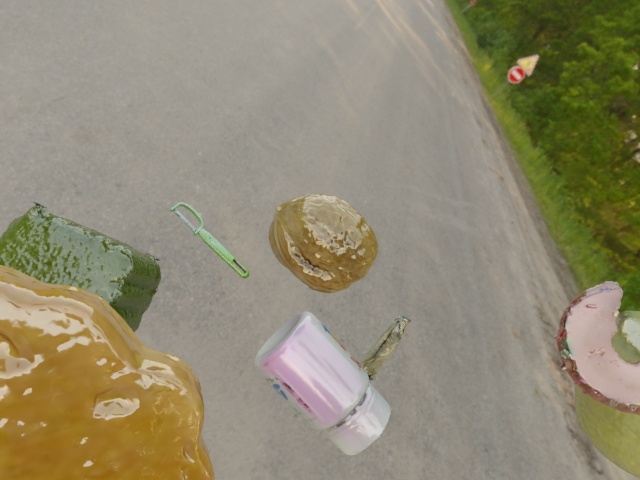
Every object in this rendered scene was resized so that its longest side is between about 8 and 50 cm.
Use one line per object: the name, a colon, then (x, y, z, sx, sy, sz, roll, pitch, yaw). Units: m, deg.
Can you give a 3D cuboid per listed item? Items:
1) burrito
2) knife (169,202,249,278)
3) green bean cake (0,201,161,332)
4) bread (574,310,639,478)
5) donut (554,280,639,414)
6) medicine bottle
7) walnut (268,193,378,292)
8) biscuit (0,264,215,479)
burrito: (0.141, 0.240, 0.964, 0.051, 0.171, 0.042, 22, 21, -35)
knife: (-0.223, -0.001, 0.907, 0.212, 0.015, 0.054, 47, 37, -14)
green bean cake: (-0.450, 0.095, 0.768, 0.250, 0.156, 0.247, 22, 77, 8)
bread: (0.604, 0.270, 0.731, 0.320, 0.237, 0.320, 1, 18, 0)
donut: (0.364, 0.148, 0.555, 0.065, 0.117, 0.166, 41, 27, -64)
medicine bottle: (0.006, 0.273, 0.831, 0.254, 0.152, 0.152, 49, 32, -5)
walnut: (0.000, 0.000, 0.712, 0.184, 0.155, 0.155, 38, 34, -14)
biscuit: (-0.231, 0.176, 0.275, 0.312, 0.057, 0.351, -47, 115, -14)
